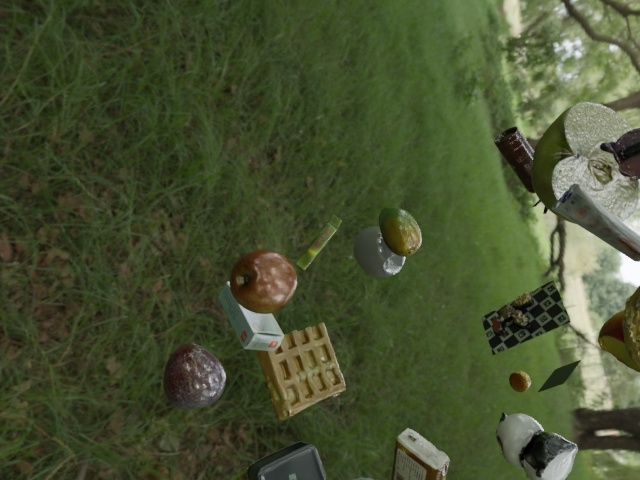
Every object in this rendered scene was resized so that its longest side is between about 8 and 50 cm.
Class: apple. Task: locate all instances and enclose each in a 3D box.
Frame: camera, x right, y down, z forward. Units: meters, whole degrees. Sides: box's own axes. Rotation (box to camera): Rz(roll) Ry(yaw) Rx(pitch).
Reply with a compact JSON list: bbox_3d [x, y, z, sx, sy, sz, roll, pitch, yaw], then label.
[{"bbox_3d":[0.853,-0.222,1.764,0.360,0.320,0.312,19,38,-20],"label":"apple"},{"bbox_3d":[-0.169,0.120,1.643,0.173,0.188,0.188,12,64,-54],"label":"apple"}]

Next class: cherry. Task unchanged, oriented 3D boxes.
[{"bbox_3d":[-0.336,0.367,1.504,0.140,0.176,0.176,-85,153,-69],"label":"cherry"}]

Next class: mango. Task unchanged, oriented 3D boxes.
[{"bbox_3d":[0.248,-0.034,1.839,0.157,0.114,0.251,62,-6,-18],"label":"mango"}]

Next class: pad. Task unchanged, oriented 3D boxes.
[{"bbox_3d":[0.787,0.446,1.849,0.157,0.112,0.003,-28,80,-41],"label":"pad"}]

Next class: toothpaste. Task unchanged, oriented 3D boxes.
[{"bbox_3d":[0.820,-0.033,1.596,0.323,0.100,0.066,37,31,3],"label":"toothpaste"}]

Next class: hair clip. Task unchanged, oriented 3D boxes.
[{"bbox_3d":[0.896,-0.254,1.550,0.056,0.187,0.146,0,63,-46],"label":"hair clip"}]

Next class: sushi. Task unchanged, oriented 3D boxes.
[{"bbox_3d":[0.668,0.247,1.880,0.043,0.279,0.193,45,27,-29],"label":"sushi"}]

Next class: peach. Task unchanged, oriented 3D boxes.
[{"bbox_3d":[1.181,0.371,2.081,0.275,0.245,0.249,107,-37,-71],"label":"peach"}]

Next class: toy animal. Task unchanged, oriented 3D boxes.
[{"bbox_3d":[0.670,0.660,1.793,0.165,0.235,0.187,-46,128,-14],"label":"toy animal"}]

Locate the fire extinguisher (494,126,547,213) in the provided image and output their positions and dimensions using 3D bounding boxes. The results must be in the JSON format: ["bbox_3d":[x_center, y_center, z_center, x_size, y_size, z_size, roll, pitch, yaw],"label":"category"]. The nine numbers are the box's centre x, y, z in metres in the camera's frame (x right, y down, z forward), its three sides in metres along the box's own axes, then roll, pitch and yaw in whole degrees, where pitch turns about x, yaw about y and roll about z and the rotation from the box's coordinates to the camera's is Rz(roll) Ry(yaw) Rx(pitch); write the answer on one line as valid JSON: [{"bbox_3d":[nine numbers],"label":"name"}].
[{"bbox_3d":[0.778,-0.253,2.114,0.138,0.102,0.344,-45,107,-17],"label":"fire extinguisher"}]

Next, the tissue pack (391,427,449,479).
[{"bbox_3d":[0.330,0.768,1.885,0.091,0.183,0.226,-26,131,-40],"label":"tissue pack"}]

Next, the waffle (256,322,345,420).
[{"bbox_3d":[-0.066,0.489,2.143,0.348,0.077,0.304,-10,75,-44],"label":"waffle"}]

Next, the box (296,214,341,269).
[{"bbox_3d":[0.000,0.000,1.957,0.043,0.173,0.311,39,9,-1],"label":"box"}]

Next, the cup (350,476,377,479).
[{"bbox_3d":[0.140,0.614,1.191,0.202,0.220,0.167,168,-59,-73],"label":"cup"}]

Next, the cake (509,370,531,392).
[{"bbox_3d":[0.808,0.571,2.279,0.044,0.084,0.084,-14,88,-42],"label":"cake"}]

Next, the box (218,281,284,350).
[{"bbox_3d":[-0.241,0.258,1.917,0.135,0.079,0.269,14,27,-41],"label":"box"}]

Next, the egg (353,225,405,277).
[{"bbox_3d":[0.208,0.038,2.048,0.232,0.176,0.176,37,-20,57],"label":"egg"}]

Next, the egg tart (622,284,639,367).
[{"bbox_3d":[0.601,0.122,0.890,0.253,0.231,0.098,-66,171,17],"label":"egg tart"}]

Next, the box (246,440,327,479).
[{"bbox_3d":[-0.090,0.662,1.566,0.200,0.090,0.145,-15,81,-27],"label":"box"}]
